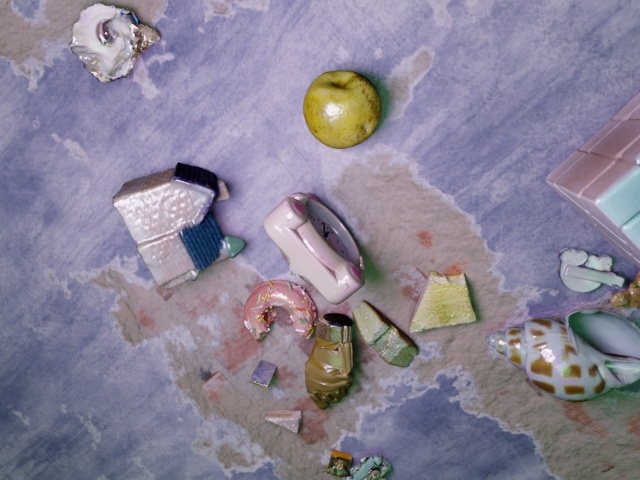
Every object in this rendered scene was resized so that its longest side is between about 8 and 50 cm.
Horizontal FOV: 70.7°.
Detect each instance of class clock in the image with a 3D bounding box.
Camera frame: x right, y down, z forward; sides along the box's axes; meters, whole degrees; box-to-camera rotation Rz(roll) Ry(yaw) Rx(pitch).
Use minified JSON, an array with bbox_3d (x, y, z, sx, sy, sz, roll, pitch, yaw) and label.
[{"bbox_3d":[0.000,0.000,1.167,0.114,0.309,0.284,-42,95,20],"label":"clock"}]

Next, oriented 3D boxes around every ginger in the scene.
[{"bbox_3d":[0.862,0.097,1.175,0.193,0.052,0.177,-3,106,3],"label":"ginger"}]

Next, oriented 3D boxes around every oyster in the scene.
[{"bbox_3d":[-0.573,-0.543,1.236,0.223,0.083,0.214,44,106,2],"label":"oyster"}]

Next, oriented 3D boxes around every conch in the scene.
[{"bbox_3d":[0.648,0.293,1.197,0.367,0.197,0.250,18,76,2],"label":"conch"}]

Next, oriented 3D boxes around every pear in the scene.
[{"bbox_3d":[0.053,-0.318,1.133,0.197,0.197,0.198,3,107,10],"label":"pear"}]

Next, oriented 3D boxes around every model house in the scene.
[{"bbox_3d":[-0.373,-0.057,1.272,0.283,0.243,0.299,-21,115,0],"label":"model house"}]

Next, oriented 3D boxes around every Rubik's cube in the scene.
[{"bbox_3d":[0.764,-0.120,0.987,0.321,0.319,0.316,41,108,-4],"label":"Rubik's cube"}]

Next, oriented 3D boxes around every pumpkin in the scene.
[{"bbox_3d":[0.064,0.750,1.512,0.074,0.054,0.084,12,104,2],"label":"pumpkin"}]

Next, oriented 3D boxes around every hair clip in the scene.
[{"bbox_3d":[0.709,0.086,1.201,0.172,0.049,0.116,12,104,9],"label":"hair clip"}]

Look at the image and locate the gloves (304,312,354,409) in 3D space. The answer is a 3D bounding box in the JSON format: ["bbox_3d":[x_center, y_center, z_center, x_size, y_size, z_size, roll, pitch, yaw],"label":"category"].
[{"bbox_3d":[0.028,0.382,1.364,0.154,0.141,0.332,8,107,7],"label":"gloves"}]

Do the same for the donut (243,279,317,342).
[{"bbox_3d":[-0.129,0.219,1.376,0.232,0.085,0.199,-9,103,11],"label":"donut"}]

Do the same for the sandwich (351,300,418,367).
[{"bbox_3d":[0.192,0.287,1.333,0.244,0.088,0.090,43,105,-3],"label":"sandwich"}]

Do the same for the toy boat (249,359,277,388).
[{"bbox_3d":[-0.179,0.422,1.427,0.063,0.115,0.016,18,108,5],"label":"toy boat"}]

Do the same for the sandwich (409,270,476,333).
[{"bbox_3d":[0.329,0.170,1.292,0.192,0.058,0.163,-16,101,16],"label":"sandwich"}]

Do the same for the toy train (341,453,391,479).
[{"bbox_3d":[0.155,0.787,1.485,0.125,0.081,0.194,30,103,-32],"label":"toy train"}]

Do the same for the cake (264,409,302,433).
[{"bbox_3d":[-0.123,0.586,1.501,0.121,0.052,0.065,18,114,6],"label":"cake"}]
